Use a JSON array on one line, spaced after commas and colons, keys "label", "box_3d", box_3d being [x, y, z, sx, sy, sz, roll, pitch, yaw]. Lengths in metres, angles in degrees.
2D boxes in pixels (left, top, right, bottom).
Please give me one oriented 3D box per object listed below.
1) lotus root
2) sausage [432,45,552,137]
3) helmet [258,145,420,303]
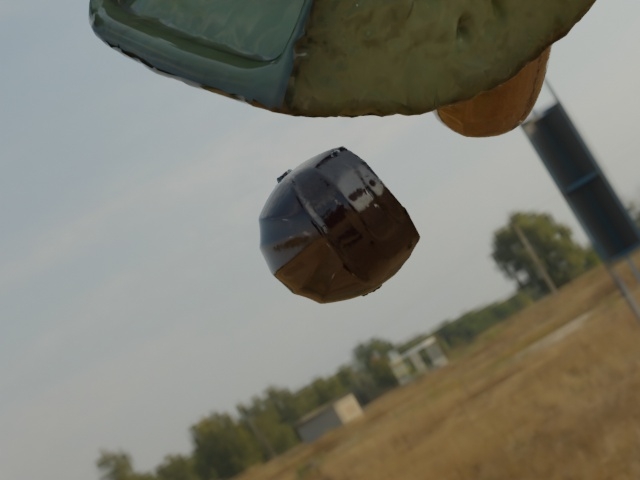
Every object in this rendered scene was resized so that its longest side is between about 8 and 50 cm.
[{"label": "lotus root", "box_3d": [0.026, -0.145, 0.421, 0.138, 0.235, 0.119, 20, 1, -37]}, {"label": "sausage", "box_3d": [0.115, -0.176, 0.962, 0.112, 0.112, 0.328, -29, -21, -6]}, {"label": "helmet", "box_3d": [0.000, 0.000, 0.893, 0.070, 0.098, 0.123, -40, 2, -36]}]
